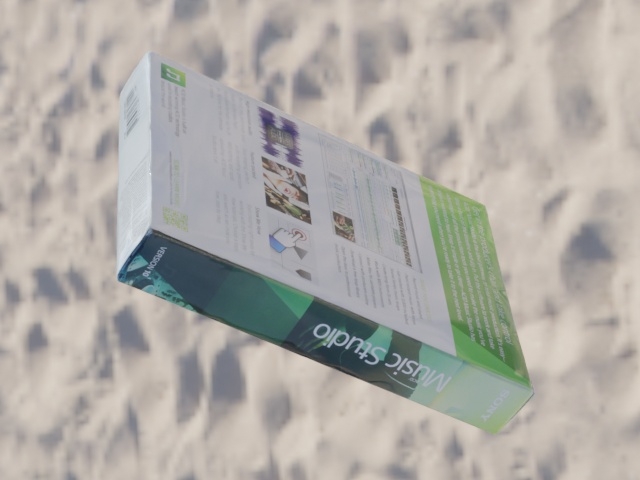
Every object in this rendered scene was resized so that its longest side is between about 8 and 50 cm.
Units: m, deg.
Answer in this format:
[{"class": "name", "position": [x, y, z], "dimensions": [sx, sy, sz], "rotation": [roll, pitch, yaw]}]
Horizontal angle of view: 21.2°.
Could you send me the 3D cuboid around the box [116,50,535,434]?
[{"class": "box", "position": [0.000, 0.000, 1.280], "dimensions": [0.058, 0.322, 0.232], "rotation": [-55, 24, 30]}]
